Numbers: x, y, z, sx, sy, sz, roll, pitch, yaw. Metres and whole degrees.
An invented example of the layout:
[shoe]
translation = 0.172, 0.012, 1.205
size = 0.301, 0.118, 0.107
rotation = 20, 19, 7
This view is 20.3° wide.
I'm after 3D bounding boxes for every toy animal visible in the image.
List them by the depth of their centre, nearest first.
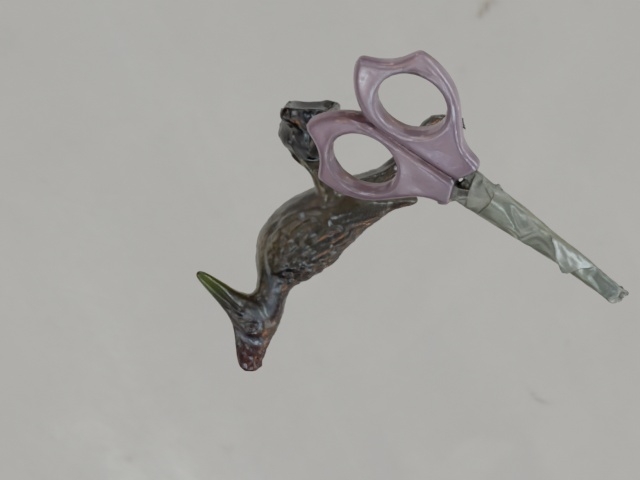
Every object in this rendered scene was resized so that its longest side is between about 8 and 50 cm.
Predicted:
[toy animal]
translation = -0.006, -0.009, 1.117
size = 0.105, 0.070, 0.202
rotation = 27, 95, -7

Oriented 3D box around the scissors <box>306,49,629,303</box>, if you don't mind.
[scissors]
translation = 0.092, -0.024, 1.035
size = 0.212, 0.110, 0.021
rotation = 36, 38, -7
